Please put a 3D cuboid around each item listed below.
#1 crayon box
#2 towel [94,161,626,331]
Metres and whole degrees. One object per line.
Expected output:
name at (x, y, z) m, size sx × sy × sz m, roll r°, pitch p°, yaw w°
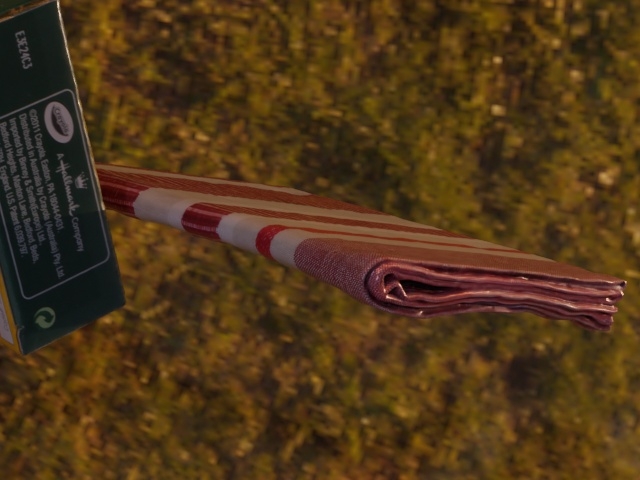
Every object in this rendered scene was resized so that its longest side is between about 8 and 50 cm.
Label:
crayon box at (-0.259, -0.078, 1.133) m, size 0.083 × 0.323 × 0.203 m, roll -28°, pitch 123°, yaw -32°
towel at (0.000, 0.000, 1.158) m, size 0.237 × 0.329 × 0.037 m, roll 7°, pitch 97°, yaw -44°
